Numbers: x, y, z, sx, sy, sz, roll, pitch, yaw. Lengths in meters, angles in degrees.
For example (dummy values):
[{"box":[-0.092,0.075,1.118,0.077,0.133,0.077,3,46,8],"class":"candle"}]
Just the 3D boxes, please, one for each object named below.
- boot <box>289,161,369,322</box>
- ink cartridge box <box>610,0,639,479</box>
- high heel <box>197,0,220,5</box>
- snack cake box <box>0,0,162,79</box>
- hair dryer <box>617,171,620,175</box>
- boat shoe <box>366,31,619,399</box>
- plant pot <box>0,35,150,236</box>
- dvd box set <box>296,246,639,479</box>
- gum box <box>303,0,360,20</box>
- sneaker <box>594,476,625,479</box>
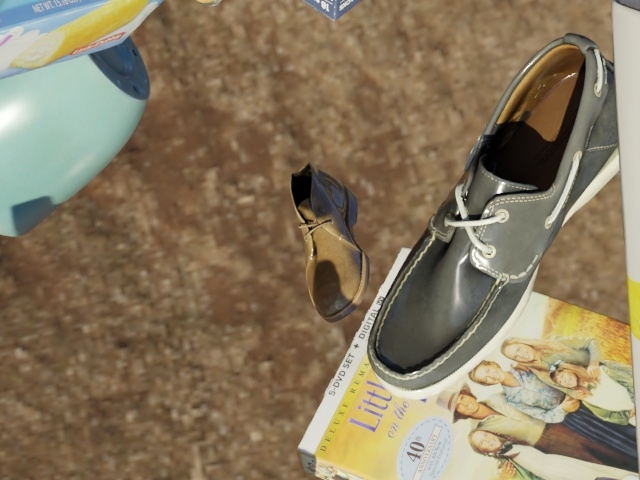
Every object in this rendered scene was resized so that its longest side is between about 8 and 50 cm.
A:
[{"box":[0.000,0.000,2.474,0.115,0.112,0.305,45,24,-36],"class":"boot"},{"box":[0.306,0.054,0.773,0.279,0.160,0.384,-11,107,-13],"class":"ink cartridge box"},{"box":[-0.091,-0.235,0.740,0.186,0.261,0.093,7,36,-15],"class":"high heel"},{"box":[-0.240,-0.182,1.034,0.264,0.089,0.152,-27,83,-46],"class":"snack cake box"},{"box":[0.529,-0.143,2.007,0.080,0.294,0.223,15,87,-84],"class":"hair dryer"},{"box":[0.097,-0.015,0.925,0.233,0.084,0.079,-54,147,-5],"class":"boat shoe"},{"box":[-0.354,-0.187,1.967,0.293,0.235,0.293,52,18,-24],"class":"plant pot"},{"box":[0.225,0.200,1.829,0.307,0.420,0.062,-60,159,-27],"class":"dvd box set"},{"box":[0.051,-0.265,1.096,0.157,0.041,0.184,-40,151,-28],"class":"gum box"},{"box":[0.206,0.250,1.110,0.232,0.115,0.090,-59,162,-58],"class":"sneaker"}]
